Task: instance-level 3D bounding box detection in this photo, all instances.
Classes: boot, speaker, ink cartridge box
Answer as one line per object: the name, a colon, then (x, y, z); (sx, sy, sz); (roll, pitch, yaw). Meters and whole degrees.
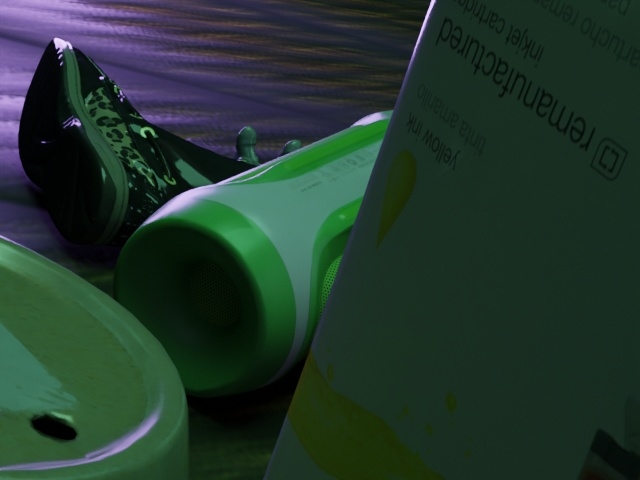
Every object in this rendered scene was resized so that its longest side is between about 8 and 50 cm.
boot: (-0.115, -0.054, 1.288); (0.178, 0.085, 0.236); (14, 25, -28)
speaker: (0.000, 0.000, 1.133); (0.131, 0.131, 0.296); (29, 29, 22)
ink cartridge box: (0.119, 0.092, 0.642); (0.160, 0.385, 0.279); (7, 22, -30)

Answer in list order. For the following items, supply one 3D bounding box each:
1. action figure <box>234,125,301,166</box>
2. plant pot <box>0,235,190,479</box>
action figure: (0.009, -0.009, 1.343); (0.137, 0.063, 0.232); (11, 24, -39)
plant pot: (-0.133, 0.136, 0.403); (0.256, 0.274, 0.256); (20, 18, -7)
